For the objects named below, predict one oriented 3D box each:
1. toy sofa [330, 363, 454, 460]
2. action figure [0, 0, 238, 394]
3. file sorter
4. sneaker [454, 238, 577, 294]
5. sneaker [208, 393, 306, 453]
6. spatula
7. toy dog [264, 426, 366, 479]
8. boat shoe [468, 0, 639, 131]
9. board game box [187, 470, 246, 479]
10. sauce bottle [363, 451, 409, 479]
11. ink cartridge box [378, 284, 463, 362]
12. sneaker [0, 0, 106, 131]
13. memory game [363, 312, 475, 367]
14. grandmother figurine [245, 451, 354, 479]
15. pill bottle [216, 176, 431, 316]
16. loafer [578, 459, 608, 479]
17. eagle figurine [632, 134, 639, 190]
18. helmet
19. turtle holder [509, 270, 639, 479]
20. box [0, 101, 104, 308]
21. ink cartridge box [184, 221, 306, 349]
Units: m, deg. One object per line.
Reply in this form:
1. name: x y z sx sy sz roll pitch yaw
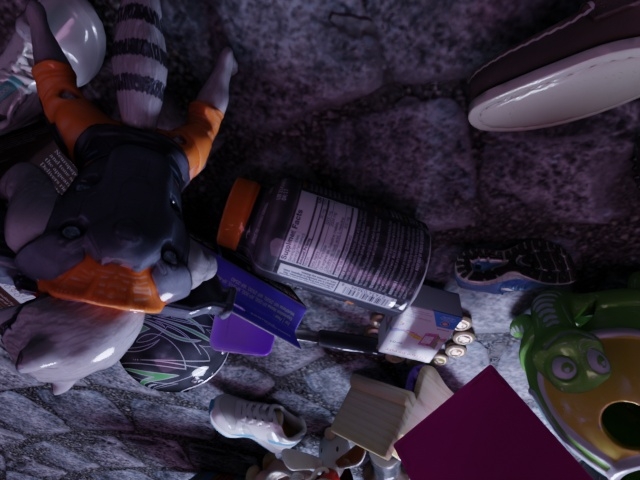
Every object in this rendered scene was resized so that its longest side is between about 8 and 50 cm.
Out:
1. toy sofa: 0.208 0.384 0.845 0.362 0.177 0.150 44 154 -26
2. action figure: -0.201 -0.057 0.334 0.341 0.330 0.178 10 153 -33
3. file sorter: 0.282 0.374 0.597 0.202 0.291 0.182 -42 120 6
4. sneaker: 0.264 0.042 0.597 0.162 0.063 0.073 0 153 7
5. sneaker: -0.133 0.379 0.925 0.228 0.087 0.092 35 120 -29
6. spatula: -0.022 0.151 0.690 0.296 0.084 0.030 14 167 -22
7. toy dog: -0.006 0.464 0.843 0.220 0.333 0.161 -12 99 -11
8. boat shoe: 0.282 -0.186 0.362 0.324 0.097 0.116 -16 167 25
9. board game box: -0.211 0.675 1.083 0.302 0.086 0.308 4 164 5
10. sauce bottle: 0.159 0.579 1.034 0.111 0.111 0.344 -1 129 9
11. ink cartridge box: 0.149 0.128 0.663 0.088 0.052 0.122 14 132 -5
12. sneaker: -0.312 -0.172 0.460 0.212 0.094 0.080 -30 119 29
13. memory game: 0.168 0.162 0.734 0.186 0.012 0.186 4 131 5
14. grandmother figurine: -0.003 0.575 0.987 0.342 0.208 0.104 -2 107 36
15. pill bottle: 0.000 0.000 0.540 0.245 0.130 0.130 18 131 -7
16. loafer: 0.680 0.514 0.915 0.267 0.096 0.084 -2 136 7
17. eagle figurine: 0.495 -0.027 0.436 0.226 0.225 0.298 -19 91 -22
18. helmet: -0.235 0.160 0.692 0.169 0.169 0.161 25 146 -14
19. turtle holder: 0.398 0.179 0.560 0.243 0.227 0.320 -12 133 16
20. box: -0.327 -0.028 0.513 0.167 0.203 0.168 -12 127 17
21. ink cartridge box: -0.119 0.042 0.558 0.206 0.208 0.045 33 90 -19
